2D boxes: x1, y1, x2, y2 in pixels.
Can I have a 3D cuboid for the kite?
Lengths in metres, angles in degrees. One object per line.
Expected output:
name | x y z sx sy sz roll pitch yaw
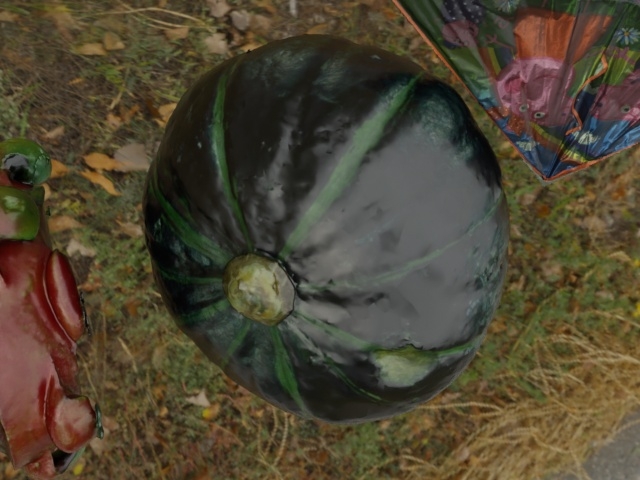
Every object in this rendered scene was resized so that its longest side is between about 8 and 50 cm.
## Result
kite | 0.190 -0.120 0.507 0.321 0.016 0.234 7 144 1

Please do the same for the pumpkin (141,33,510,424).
pumpkin | 0.000 0.000 0.558 0.238 0.315 0.315 -47 132 -53

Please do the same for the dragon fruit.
dragon fruit | -0.272 0.060 0.605 0.130 0.268 0.295 -10 78 -20
